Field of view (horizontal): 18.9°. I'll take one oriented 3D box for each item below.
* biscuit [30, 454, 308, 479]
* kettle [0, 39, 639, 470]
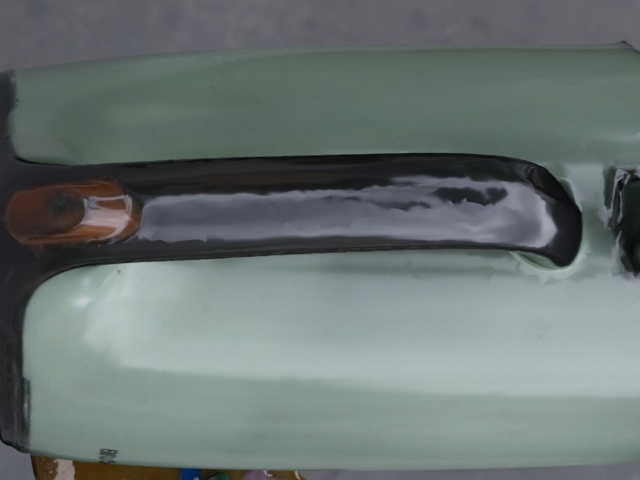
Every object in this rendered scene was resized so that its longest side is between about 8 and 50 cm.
[{"bbox_3d":[-0.090,0.138,0.899,0.205,0.031,0.138,-15,83,-8],"label":"biscuit"},{"bbox_3d":[0.000,0.000,0.702,0.255,0.240,0.165,1,81,-10],"label":"kettle"}]
